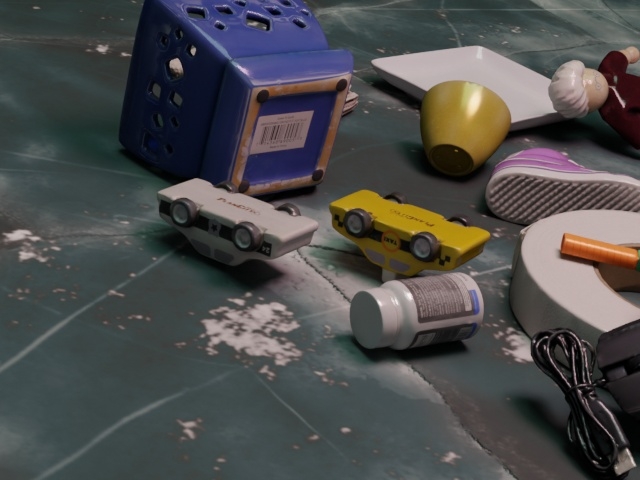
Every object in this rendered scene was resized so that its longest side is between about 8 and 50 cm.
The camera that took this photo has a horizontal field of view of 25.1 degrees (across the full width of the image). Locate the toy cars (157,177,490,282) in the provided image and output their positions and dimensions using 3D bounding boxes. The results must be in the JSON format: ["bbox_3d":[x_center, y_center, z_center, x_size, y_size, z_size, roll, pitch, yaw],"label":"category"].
[{"bbox_3d":[0.000,0.000,1.713,0.393,0.087,0.176,4,22,-9],"label":"toy cars"}]

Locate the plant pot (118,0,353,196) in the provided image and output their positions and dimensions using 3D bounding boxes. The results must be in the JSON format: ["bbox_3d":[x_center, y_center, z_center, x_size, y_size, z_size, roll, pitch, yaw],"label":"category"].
[{"bbox_3d":[-0.101,-0.186,1.879,0.236,0.236,0.212,-11,40,-39],"label":"plant pot"}]

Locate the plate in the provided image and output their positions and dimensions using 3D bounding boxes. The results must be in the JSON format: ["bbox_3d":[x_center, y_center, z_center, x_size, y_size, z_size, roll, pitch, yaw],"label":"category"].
[{"bbox_3d":[0.263,-0.240,2.339,0.277,0.045,0.278,-14,36,-41],"label":"plate"}]

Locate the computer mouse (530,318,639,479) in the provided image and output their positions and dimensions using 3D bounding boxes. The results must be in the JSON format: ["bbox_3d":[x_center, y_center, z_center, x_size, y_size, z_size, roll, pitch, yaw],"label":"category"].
[{"bbox_3d":[0.374,0.135,1.495,0.272,0.072,0.189,-10,53,-16],"label":"computer mouse"}]

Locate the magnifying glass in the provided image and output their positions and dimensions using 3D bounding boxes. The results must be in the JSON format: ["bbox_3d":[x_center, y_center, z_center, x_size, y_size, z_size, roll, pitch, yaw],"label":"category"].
[{"bbox_3d":[0.403,0.028,1.724,0.230,0.026,0.092,12,26,2],"label":"magnifying glass"}]

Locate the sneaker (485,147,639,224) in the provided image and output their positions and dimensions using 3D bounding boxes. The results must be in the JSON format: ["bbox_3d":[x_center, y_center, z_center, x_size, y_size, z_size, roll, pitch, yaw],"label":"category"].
[{"bbox_3d":[0.378,-0.070,1.989,0.282,0.102,0.161,17,23,10],"label":"sneaker"}]

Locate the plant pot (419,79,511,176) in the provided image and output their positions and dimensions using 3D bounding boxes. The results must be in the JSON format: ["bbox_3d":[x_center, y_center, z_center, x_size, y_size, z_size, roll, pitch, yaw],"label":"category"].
[{"bbox_3d":[0.199,-0.149,2.060,0.134,0.134,0.095,15,54,7],"label":"plant pot"}]

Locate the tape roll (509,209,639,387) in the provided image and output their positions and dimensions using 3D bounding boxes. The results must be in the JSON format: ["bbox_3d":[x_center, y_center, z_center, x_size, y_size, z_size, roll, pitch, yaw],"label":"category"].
[{"bbox_3d":[0.420,0.079,1.736,0.391,0.072,0.392,9,26,-4],"label":"tape roll"}]

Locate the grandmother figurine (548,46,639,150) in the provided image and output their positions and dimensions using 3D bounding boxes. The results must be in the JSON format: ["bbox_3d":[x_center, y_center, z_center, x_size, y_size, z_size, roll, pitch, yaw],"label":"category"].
[{"bbox_3d":[0.509,-0.226,2.288,0.342,0.104,0.208,5,50,-27],"label":"grandmother figurine"}]

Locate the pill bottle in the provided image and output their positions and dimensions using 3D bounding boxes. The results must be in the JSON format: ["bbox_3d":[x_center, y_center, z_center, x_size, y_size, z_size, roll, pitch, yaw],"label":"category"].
[{"bbox_3d":[0.106,0.080,1.595,0.137,0.078,0.078,-5,31,-32],"label":"pill bottle"}]

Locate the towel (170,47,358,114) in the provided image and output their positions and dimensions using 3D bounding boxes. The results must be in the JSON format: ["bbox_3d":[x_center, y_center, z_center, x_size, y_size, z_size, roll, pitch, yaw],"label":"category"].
[{"bbox_3d":[-0.096,-0.242,2.190,0.282,0.049,0.187,22,27,20],"label":"towel"}]
